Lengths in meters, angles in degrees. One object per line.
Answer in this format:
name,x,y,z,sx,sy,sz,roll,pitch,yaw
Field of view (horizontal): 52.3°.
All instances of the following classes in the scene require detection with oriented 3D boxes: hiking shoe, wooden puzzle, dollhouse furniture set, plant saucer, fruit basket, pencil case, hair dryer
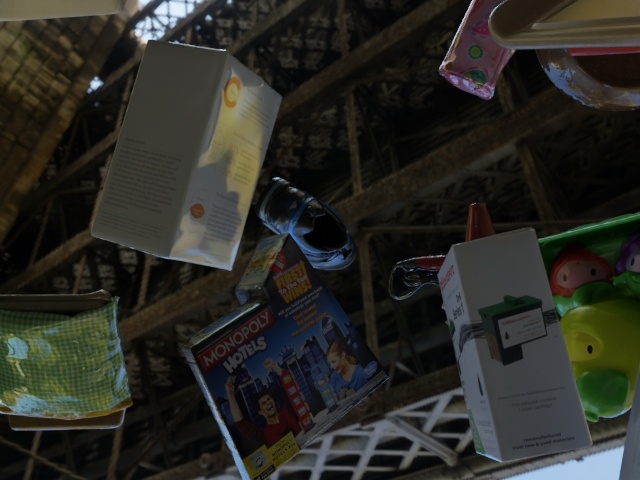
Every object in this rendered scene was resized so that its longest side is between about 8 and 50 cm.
hiking shoe,0.000,0.000,1.201,0.132,0.304,0.113,30,-93,35
wooden puzzle,0.267,-0.173,0.421,0.221,0.044,0.239,-34,-149,-15
dollhouse furniture set,-0.364,0.172,0.683,0.302,0.197,0.151,0,-140,-5
plant saucer,0.321,-0.228,0.662,0.199,0.198,0.036,-34,-168,19
fruit basket,0.509,0.111,1.130,0.392,0.283,0.392,-29,-176,2
pencil case,0.333,-0.411,1.211,0.124,0.124,0.284,39,-77,51
hair dryer,0.296,0.047,1.456,0.224,0.080,0.293,34,-82,17

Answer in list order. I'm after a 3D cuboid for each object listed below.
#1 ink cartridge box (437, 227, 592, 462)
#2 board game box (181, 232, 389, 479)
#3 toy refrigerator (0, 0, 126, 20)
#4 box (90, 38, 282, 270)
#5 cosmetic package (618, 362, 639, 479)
ink cartridge box,0.198,0.114,0.706,0.093,0.160,0.219,-11,-106,1
board game box,-0.045,0.102,0.653,0.194,0.194,0.060,-29,-170,-37
toy refrigerator,-0.189,-0.284,0.399,0.094,0.269,0.102,-7,-148,-8
box,-0.226,-0.141,1.147,0.168,0.215,0.345,15,-92,23
cosmetic package,0.291,0.106,0.434,0.138,0.225,0.224,11,-97,25
